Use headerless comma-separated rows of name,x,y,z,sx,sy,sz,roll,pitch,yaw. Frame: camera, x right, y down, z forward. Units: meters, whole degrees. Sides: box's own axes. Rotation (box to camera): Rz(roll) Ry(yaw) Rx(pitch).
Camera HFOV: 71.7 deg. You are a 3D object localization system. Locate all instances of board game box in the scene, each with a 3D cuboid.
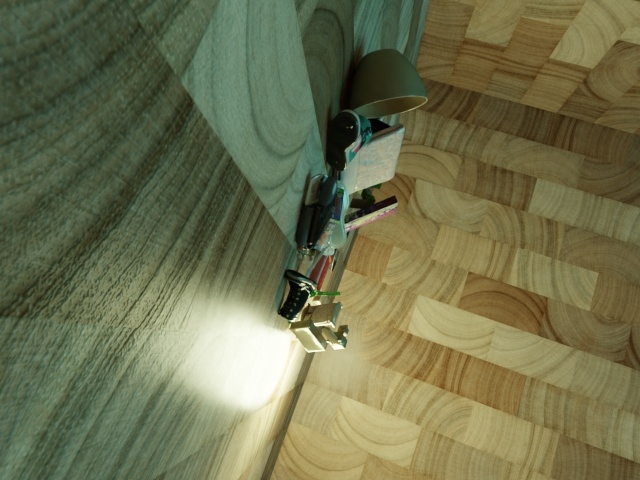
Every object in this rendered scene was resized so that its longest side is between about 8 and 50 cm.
board game box,0.028,-0.072,1.538,0.201,0.035,0.136,120,-17,-54
board game box,0.231,-0.126,2.311,0.208,0.347,0.056,48,20,-82

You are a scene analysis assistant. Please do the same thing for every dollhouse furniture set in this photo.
dollhouse furniture set,0.008,0.342,2.160,0.173,0.303,0.355,57,38,-28
dollhouse furniture set,0.192,-0.325,2.366,0.301,0.151,0.197,-104,-157,-43

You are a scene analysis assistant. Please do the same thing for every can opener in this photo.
can opener,-0.022,-0.096,1.496,0.074,0.093,0.280,-11,133,-37

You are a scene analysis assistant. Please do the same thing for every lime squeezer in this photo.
lime squeezer,-0.057,0.281,2.043,0.310,0.110,0.059,-25,161,-34

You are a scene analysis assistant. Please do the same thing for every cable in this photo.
cable,-0.037,-0.062,1.677,0.139,0.072,0.287,22,74,-64

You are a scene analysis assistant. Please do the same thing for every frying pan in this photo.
frying pan,0.107,0.034,2.644,0.197,0.053,0.326,89,19,-64

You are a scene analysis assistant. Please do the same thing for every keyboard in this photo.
keyboard,-0.051,0.133,1.806,0.256,0.014,0.072,-55,179,8

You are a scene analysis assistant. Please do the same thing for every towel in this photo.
towel,0.200,-0.321,1.880,0.317,0.053,0.332,-25,155,-13

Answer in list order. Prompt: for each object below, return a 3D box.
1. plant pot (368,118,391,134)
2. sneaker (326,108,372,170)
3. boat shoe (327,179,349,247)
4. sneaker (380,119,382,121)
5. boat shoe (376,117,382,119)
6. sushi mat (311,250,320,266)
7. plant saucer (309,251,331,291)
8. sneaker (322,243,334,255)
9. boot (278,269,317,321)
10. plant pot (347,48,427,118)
plant pot,0.221,-0.447,1.985,0.167,0.188,0.187,-65,175,29
sneaker,0.113,-0.388,1.549,0.178,0.124,0.295,-57,174,-24
boat shoe,0.057,-0.119,1.887,0.091,0.109,0.305,-127,-149,-58
sneaker,0.250,-0.576,2.091,0.283,0.110,0.122,97,18,-51
boat shoe,0.222,-0.597,1.918,0.081,0.079,0.227,-58,149,-19
sushi mat,0.000,0.000,1.837,0.316,0.019,0.151,110,-8,-67
plant saucer,0.000,0.158,2.272,0.258,0.048,0.259,83,26,-70
sneaker,0.041,-0.040,2.044,0.092,0.087,0.228,-85,-175,-48
boot,-0.101,0.211,1.663,0.178,0.085,0.236,-60,158,-5
plant pot,0.226,-0.567,1.589,0.284,0.284,0.190,-22,103,-78
